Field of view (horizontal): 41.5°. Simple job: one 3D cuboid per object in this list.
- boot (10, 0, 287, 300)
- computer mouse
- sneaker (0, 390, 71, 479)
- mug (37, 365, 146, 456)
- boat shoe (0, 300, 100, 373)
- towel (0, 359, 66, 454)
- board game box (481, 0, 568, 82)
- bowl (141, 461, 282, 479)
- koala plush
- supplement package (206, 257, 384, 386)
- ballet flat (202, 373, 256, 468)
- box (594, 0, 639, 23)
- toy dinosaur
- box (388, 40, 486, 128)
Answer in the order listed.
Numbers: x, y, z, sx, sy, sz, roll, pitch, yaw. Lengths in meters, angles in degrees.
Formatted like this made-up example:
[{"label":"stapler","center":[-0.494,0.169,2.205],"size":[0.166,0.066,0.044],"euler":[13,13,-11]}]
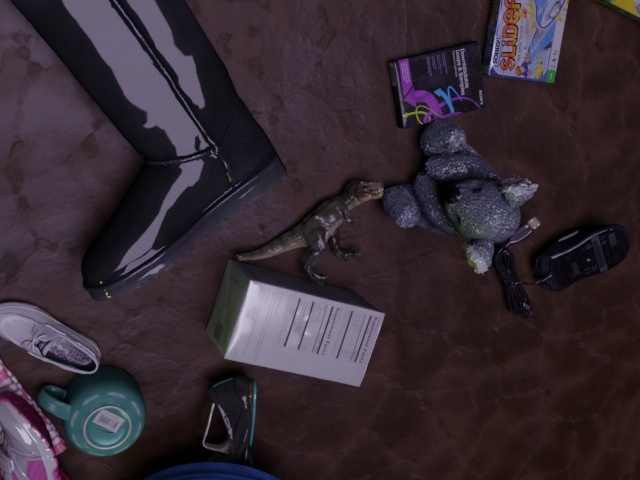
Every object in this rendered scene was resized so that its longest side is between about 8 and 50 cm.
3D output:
[{"label":"boot","center":[-0.298,-0.188,1.199],"size":[0.367,0.146,0.445],"euler":[-40,119,-17]},{"label":"computer mouse","center":[0.440,0.013,1.583],"size":[0.262,0.060,0.184],"euler":[-31,118,3]},{"label":"sneaker","center":[-0.456,0.351,1.293],"size":[0.111,0.103,0.252],"euler":[-24,110,-18]},{"label":"mug","center":[-0.356,0.280,1.341],"size":[0.157,0.097,0.130],"euler":[-15,110,-16]},{"label":"boat shoe","center":[-0.423,0.155,1.300],"size":[0.184,0.063,0.066],"euler":[38,90,-25]},{"label":"towel","center":[-0.513,0.294,1.326],"size":[0.144,0.029,0.197],"euler":[-33,113,-10]},{"label":"board game box","center":[0.353,-0.378,1.450],"size":[0.136,0.035,0.201],"euler":[1,105,-21]},{"label":"bowl","center":[-0.178,0.531,1.422],"size":[0.390,0.077,0.391],"euler":[0,119,-1]},{"label":"koala plush","center":[0.254,-0.061,1.395],"size":[0.203,0.221,0.196],"euler":[28,98,-29]},{"label":"supplement package","center":[-0.042,0.135,1.393],"size":[0.244,0.139,0.134],"euler":[16,98,-23]},{"label":"ballet flat","center":[-0.153,0.360,1.447],"size":[0.096,0.095,0.281],"euler":[-4,103,-8]},{"label":"box","center":[0.556,-0.454,1.500],"size":[0.179,0.043,0.105],"euler":[16,99,-22]},{"label":"toy dinosaur","center":[0.000,0.000,1.417],"size":[0.268,0.064,0.118],"euler":[-32,107,-7]},{"label":"box","center":[0.200,-0.264,1.429],"size":[0.162,0.029,0.116],"euler":[-17,110,-16]}]
